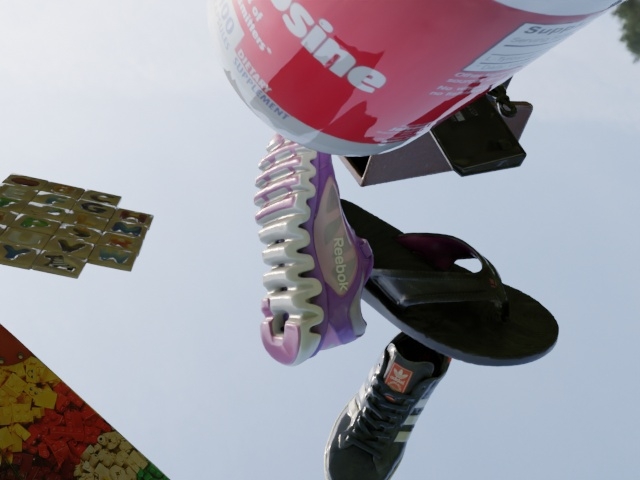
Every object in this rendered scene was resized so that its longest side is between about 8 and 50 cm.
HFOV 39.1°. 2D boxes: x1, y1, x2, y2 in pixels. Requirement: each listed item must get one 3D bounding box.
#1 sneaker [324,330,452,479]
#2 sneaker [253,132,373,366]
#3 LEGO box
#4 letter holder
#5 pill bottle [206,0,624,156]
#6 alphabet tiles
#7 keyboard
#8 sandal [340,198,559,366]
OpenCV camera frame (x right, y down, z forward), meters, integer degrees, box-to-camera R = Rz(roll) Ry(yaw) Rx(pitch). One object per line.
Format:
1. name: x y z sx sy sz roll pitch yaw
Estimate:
1. sneaker: 0.114 0.259 1.487 0.131 0.148 0.350 26 -119 11
2. sneaker: 0.000 0.000 0.869 0.105 0.095 0.236 1 -94 -31
3. LEGO box: -0.448 0.387 1.192 0.372 0.500 0.193 46 -141 -10
4. letter holder: 0.179 -0.230 1.401 0.302 0.214 0.152 -12 -130 -29
5. pill bottle: 0.084 -0.216 0.573 0.229 0.408 0.228 5 -104 -21
6. alphabet tiles: -0.382 -0.029 1.231 0.285 0.011 0.342 12 -162 -7
7. keyboard: 0.157 -0.139 0.965 0.108 0.023 0.180 -15 -128 -11
8. sandal: 0.140 0.045 1.331 0.446 0.107 0.167 28 -131 22
